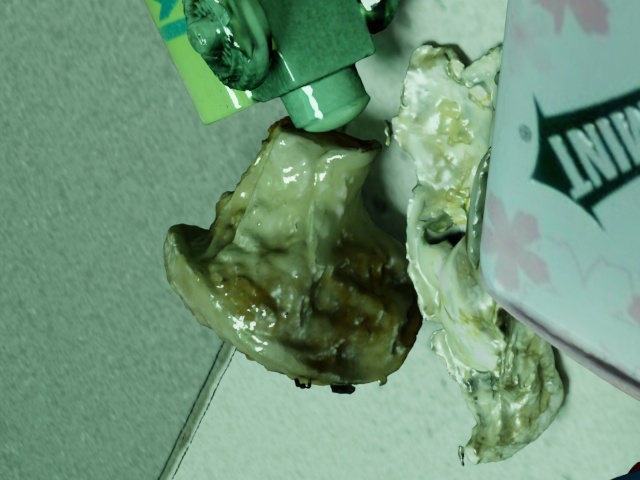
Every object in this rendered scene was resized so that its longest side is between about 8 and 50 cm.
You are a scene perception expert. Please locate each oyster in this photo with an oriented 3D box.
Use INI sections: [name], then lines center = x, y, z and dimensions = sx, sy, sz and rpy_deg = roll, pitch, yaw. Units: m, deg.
[oyster]
center = 0.076, -0.003, 0.822
dimensions = 0.106, 0.061, 0.199
rpy_deg = 47, 143, 45

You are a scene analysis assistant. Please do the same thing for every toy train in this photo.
[toy train]
center = -0.058, -0.163, 0.816
dimensions = 0.253, 0.105, 0.157
rpy_deg = 64, 157, -6

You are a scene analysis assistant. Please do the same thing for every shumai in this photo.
[shumai]
center = -0.003, -0.001, 0.857
dimensions = 0.145, 0.145, 0.116
rpy_deg = 35, 105, 28

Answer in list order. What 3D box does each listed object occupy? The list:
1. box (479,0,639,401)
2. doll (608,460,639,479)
[box]
center = 0.159, -0.109, 0.586
dimensions = 0.190, 0.112, 0.369
rpy_deg = 29, 135, 32
[doll]
center = 0.174, 0.257, 0.736
dimensions = 0.240, 0.284, 0.309
rpy_deg = -109, 17, -74
